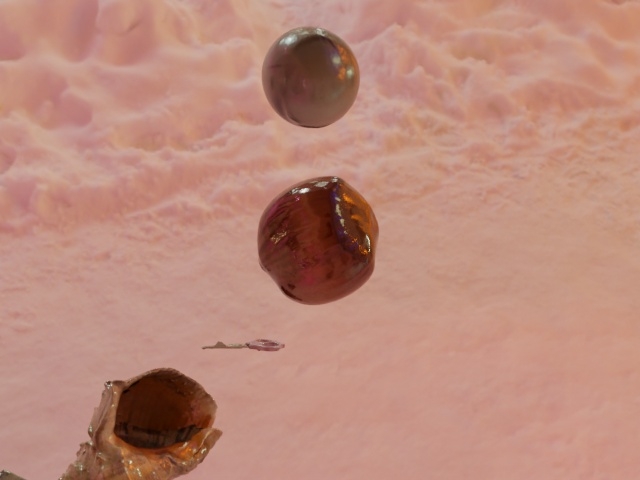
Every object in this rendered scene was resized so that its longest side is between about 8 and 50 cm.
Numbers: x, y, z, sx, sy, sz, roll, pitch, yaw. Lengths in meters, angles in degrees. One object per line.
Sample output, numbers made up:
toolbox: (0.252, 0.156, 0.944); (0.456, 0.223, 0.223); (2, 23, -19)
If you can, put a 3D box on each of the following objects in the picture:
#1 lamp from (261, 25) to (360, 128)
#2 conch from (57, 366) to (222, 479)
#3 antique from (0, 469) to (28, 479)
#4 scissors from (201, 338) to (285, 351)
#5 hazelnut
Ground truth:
lamp: (-0.010, -0.168, 0.653); (0.105, 0.105, 0.105); (6, 51, -8)
conch: (-0.386, 0.410, 1.310); (0.209, 0.298, 0.352); (2, 7, 29)
antique: (-0.476, 0.458, 1.014); (0.182, 0.088, 0.086); (30, 31, -6)
scissors: (-0.201, 0.269, 1.610); (0.212, 0.110, 0.021); (4, 90, -23)
hazelnut: (0.001, 0.000, 1.069); (0.186, 0.210, 0.210); (-20, 58, -44)
